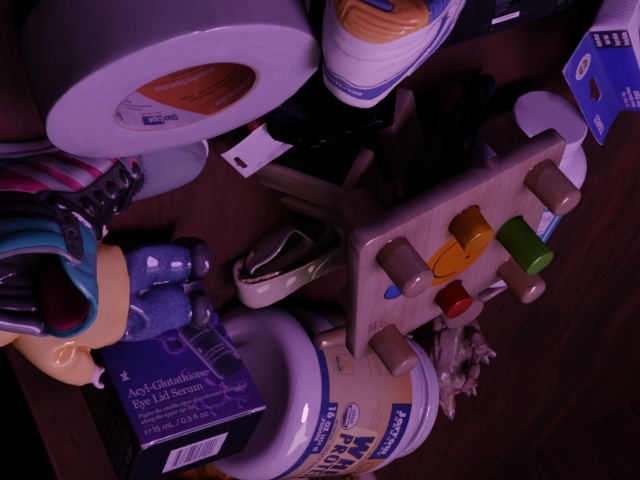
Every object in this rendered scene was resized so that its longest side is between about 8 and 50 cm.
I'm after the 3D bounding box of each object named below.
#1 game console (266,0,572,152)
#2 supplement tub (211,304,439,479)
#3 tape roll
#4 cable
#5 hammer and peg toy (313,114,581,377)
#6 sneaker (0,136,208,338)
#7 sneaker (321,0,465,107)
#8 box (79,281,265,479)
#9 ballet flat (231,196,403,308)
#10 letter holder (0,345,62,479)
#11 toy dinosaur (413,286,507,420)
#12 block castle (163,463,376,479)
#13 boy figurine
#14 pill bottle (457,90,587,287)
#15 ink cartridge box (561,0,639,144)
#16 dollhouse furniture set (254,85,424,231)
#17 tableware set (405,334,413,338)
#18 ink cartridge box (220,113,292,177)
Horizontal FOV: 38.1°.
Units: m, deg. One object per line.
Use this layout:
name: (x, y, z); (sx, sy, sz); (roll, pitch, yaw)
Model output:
game console: (0.110, -0.217, 0.892); (0.361, 0.044, 0.213); (-21, 141, -22)
supplement tub: (-0.002, 0.211, 1.282); (0.316, 0.228, 0.228); (12, 130, -48)
tape roll: (-0.112, -0.140, 0.711); (0.219, 0.072, 0.219); (-18, 169, -4)
cable: (0.155, -0.109, 1.079); (0.184, 0.047, 0.150); (-60, 165, 6)
hammer and peg toy: (0.136, 0.045, 1.048); (0.266, 0.127, 0.361); (-27, 151, -17)
sneaker: (-0.205, -0.012, 0.786); (0.295, 0.178, 0.124); (-16, 148, -29)
sneaker: (0.083, -0.228, 0.740); (0.296, 0.112, 0.131); (-50, 170, -30)
box: (-0.181, 0.151, 1.043); (0.153, 0.207, 0.108); (-14, 147, -33)
ballet flat: (0.000, 0.000, 1.130); (0.248, 0.086, 0.086); (-31, 152, 0)
letter holder: (-0.341, 0.239, 0.922); (0.152, 0.302, 0.214); (-12, 146, -33)
toy dinosaur: (0.220, 0.175, 1.576); (0.200, 0.127, 0.295); (-57, 168, -74)
block castle: (-0.154, 0.454, 1.572); (0.453, 0.213, 0.303); (-35, 165, 20)
boy figurine: (-0.244, 0.064, 0.917); (0.285, 0.092, 0.177); (-8, 100, -38)
pill bottle: (0.246, -0.066, 1.188); (0.146, 0.146, 0.264); (-18, 149, -25)
ink cartridge box: (0.361, -0.236, 1.038); (0.224, 0.045, 0.223); (-63, 150, -1)
dollhouse furniture set: (0.022, -0.100, 1.036); (0.151, 0.123, 0.144); (-63, 158, -16)
tableware set: (0.103, 0.120, 1.465); (0.128, 0.039, 0.194); (14, 123, -39)
ink cartridge box: (-0.047, -0.116, 0.938); (0.115, 0.029, 0.063); (-34, 152, 6)
